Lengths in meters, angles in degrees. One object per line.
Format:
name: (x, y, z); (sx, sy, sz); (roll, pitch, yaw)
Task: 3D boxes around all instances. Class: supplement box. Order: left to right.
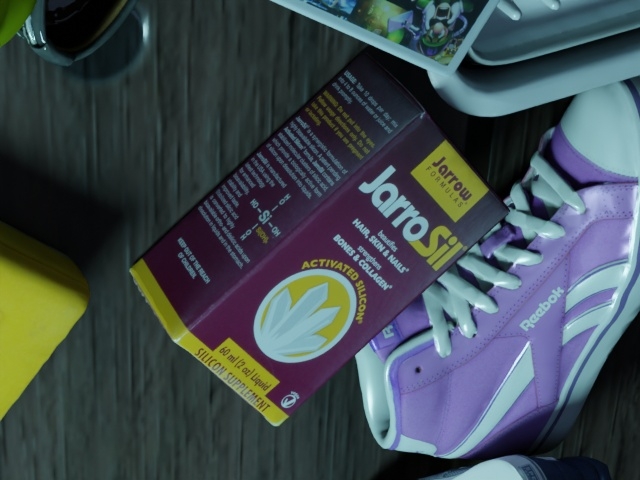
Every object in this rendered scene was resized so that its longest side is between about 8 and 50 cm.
supplement box: (0.000, 0.000, 1.006); (0.188, 0.081, 0.104); (-43, 130, 3)

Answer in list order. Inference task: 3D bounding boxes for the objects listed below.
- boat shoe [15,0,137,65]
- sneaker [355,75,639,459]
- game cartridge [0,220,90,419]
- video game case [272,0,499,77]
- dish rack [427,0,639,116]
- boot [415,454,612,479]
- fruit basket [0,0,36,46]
boat shoe: (-0.080, -0.190, 0.841); (0.084, 0.079, 0.233); (26, 105, -36)
sneaker: (0.108, 0.022, 1.069); (0.161, 0.102, 0.282); (3, 119, -26)
game cartridge: (-0.324, 0.065, 0.898); (0.323, 0.053, 0.285); (29, 104, -39)
video game case: (0.038, -0.183, 0.852); (0.190, 0.022, 0.173); (19, 111, -38)
dish rack: (0.165, -0.246, 0.936); (0.285, 0.072, 0.333); (-18, 127, -18)
boot: (0.100, 0.183, 1.146); (0.086, 0.069, 0.190); (3, 163, -39)
fruit basket: (-0.254, -0.089, 0.660); (0.392, 0.283, 0.392); (-4, 101, -19)
